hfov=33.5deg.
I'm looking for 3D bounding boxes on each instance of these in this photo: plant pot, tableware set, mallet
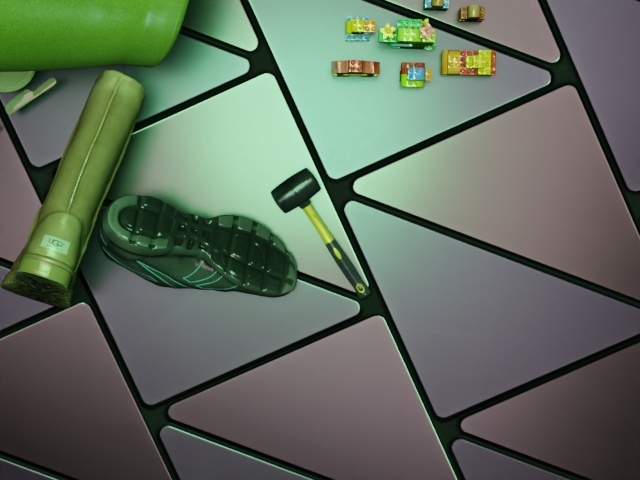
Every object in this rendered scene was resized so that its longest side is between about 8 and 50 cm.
[{"bbox_3d":[-0.336,-0.345,1.218,0.353,0.366,0.366,7,95,-23],"label":"plant pot"},{"bbox_3d":[-0.453,-0.208,1.391,0.194,0.039,0.128,-33,99,7],"label":"tableware set"},{"bbox_3d":[0.000,0.000,1.403,0.062,0.039,0.189,-26,98,2],"label":"mallet"}]

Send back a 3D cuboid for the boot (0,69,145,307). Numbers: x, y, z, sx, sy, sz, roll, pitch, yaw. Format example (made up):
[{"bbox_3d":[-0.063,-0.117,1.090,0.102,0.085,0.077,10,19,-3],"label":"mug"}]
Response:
[{"bbox_3d":[-0.308,-0.056,1.356,0.089,0.236,0.269,23,71,-19],"label":"boot"}]

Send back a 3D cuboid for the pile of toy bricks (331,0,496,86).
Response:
[{"bbox_3d":[0.120,-0.254,1.342,0.212,0.105,0.118,1,95,1],"label":"pile of toy bricks"}]

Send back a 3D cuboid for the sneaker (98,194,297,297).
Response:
[{"bbox_3d":[-0.160,0.017,1.383,0.267,0.106,0.101,20,56,-17],"label":"sneaker"}]
